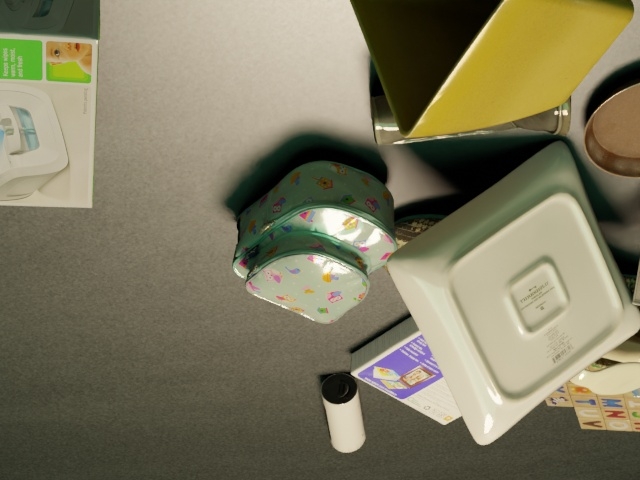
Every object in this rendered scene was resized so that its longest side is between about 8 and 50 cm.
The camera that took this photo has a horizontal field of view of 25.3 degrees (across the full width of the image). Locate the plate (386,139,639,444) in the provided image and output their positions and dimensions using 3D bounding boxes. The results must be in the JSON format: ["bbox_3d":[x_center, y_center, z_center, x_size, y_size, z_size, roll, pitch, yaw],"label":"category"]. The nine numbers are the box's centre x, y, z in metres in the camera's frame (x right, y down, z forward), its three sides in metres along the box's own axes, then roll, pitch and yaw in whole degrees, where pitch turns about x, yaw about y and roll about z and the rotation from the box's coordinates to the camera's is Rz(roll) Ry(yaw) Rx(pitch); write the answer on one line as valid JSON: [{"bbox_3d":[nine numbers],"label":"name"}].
[{"bbox_3d":[0.247,0.066,1.691,0.277,0.045,0.278,-34,111,-18],"label":"plate"}]

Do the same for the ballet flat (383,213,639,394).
[{"bbox_3d":[0.301,0.100,1.828,0.482,0.182,0.164,16,138,-23],"label":"ballet flat"}]

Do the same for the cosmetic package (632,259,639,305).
[{"bbox_3d":[0.494,0.050,1.802,0.239,0.099,0.060,11,180,-40],"label":"cosmetic package"}]

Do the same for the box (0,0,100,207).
[{"bbox_3d":[-0.349,-0.166,1.490,0.231,0.127,0.262,2,141,-11],"label":"box"}]

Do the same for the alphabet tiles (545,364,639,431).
[{"bbox_3d":[0.424,0.227,2.084,0.198,0.009,0.237,0,148,19],"label":"alphabet tiles"}]

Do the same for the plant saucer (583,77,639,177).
[{"bbox_3d":[0.389,-0.138,1.668,0.168,0.029,0.168,-2,140,-2],"label":"plant saucer"}]

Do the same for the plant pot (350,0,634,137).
[{"bbox_3d":[0.177,-0.238,1.404,0.187,0.212,0.212,3,142,-29],"label":"plant pot"}]

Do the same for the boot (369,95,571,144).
[{"bbox_3d":[0.161,-0.145,1.562,0.208,0.076,0.189,2,175,-3],"label":"boot"}]

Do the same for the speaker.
[{"bbox_3d":[0.034,0.253,2.087,0.055,0.055,0.136,-7,141,2],"label":"speaker"}]

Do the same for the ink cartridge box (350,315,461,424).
[{"bbox_3d":[0.185,0.169,2.006,0.208,0.045,0.206,-33,132,32],"label":"ink cartridge box"}]

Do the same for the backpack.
[{"bbox_3d":[0.000,0.000,1.712,0.166,0.144,0.188,26,129,-25],"label":"backpack"}]
